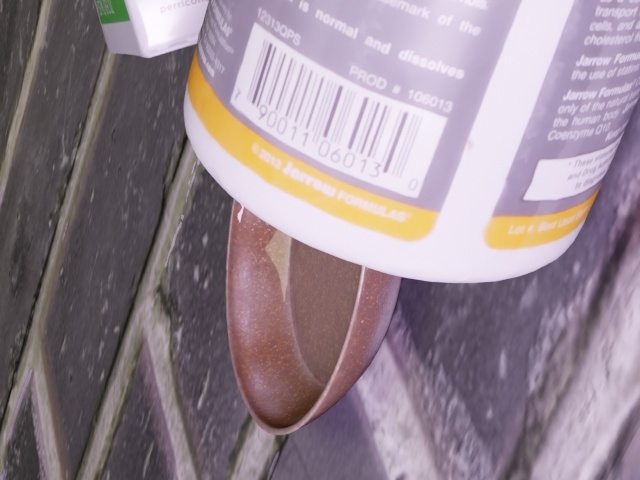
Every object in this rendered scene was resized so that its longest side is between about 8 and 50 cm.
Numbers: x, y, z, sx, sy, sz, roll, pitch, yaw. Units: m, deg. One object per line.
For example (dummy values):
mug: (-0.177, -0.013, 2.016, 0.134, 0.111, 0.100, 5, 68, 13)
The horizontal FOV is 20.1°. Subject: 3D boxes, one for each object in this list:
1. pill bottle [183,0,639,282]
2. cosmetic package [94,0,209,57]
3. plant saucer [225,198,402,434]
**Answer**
pill bottle: (0.060, -0.137, 0.626, 0.162, 0.162, 0.278, -115, 38, -53)
cosmetic package: (-0.065, -0.277, 0.798, 0.197, 0.155, 0.365, -153, 47, -78)
plant saucer: (0.000, 0.000, 0.911, 0.198, 0.036, 0.199, -173, 90, -69)
